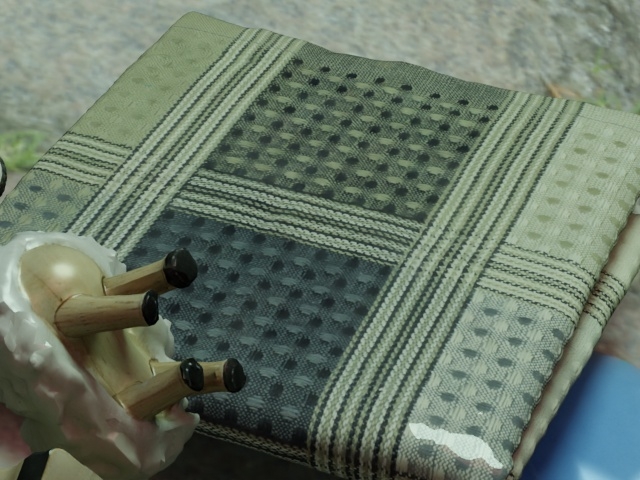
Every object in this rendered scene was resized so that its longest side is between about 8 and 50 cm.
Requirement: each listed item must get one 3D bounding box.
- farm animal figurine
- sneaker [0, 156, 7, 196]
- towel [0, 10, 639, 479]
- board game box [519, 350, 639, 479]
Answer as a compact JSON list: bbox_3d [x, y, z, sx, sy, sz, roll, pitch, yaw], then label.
[{"bbox_3d":[-0.100,0.207,0.733,0.327,0.172,0.330,57,39,-23],"label":"farm animal figurine"},{"bbox_3d":[-0.254,-0.021,0.992,0.190,0.071,0.083,1,53,-8],"label":"sneaker"},{"bbox_3d":[0.000,0.000,1.027,0.312,0.056,0.324,15,39,17],"label":"towel"},{"bbox_3d":[0.108,0.124,0.991,0.168,0.033,0.133,-21,42,-11],"label":"board game box"}]
